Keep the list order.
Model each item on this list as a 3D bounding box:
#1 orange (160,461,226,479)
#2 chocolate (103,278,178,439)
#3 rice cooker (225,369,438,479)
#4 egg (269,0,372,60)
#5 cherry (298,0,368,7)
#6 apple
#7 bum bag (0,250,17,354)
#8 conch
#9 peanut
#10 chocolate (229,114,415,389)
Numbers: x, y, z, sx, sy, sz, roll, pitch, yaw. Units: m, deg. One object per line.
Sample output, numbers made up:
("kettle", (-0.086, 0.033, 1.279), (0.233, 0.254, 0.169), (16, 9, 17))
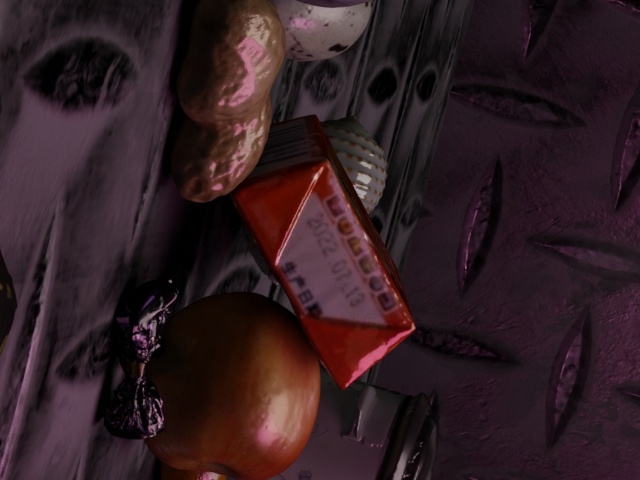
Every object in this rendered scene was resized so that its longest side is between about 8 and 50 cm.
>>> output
("orange", (-0.138, 0.250, 2.126), (0.085, 0.085, 0.085), (15, 90, -81))
("chocolate", (-0.171, 0.108, 1.804), (0.072, 0.070, 0.147), (-16, 111, -67))
("rice cooker", (0.018, 0.294, 2.443), (0.264, 0.317, 0.316), (-62, 164, -52))
("egg", (-0.019, -0.235, 1.897), (0.164, 0.131, 0.131), (-31, 137, -58))
("cherry", (0.023, -0.330, 1.704), (0.296, 0.218, 0.255), (95, 6, -71))
("apple", (-0.090, 0.144, 1.931), (0.199, 0.199, 0.199), (15, 90, -81))
("bum bag", (-0.255, 0.103, 1.250), (0.106, 0.060, 0.232), (71, 32, -58))
("conch", (-0.023, -0.058, 2.131), (0.200, 0.172, 0.131), (-45, 117, -22))
("peanut", (-0.089, -0.133, 1.776), (0.104, 0.086, 0.227), (-28, 140, -40))
("chocolate", (0.000, 0.000, 1.952), (0.234, 0.108, 0.237), (62, 3, -15))
